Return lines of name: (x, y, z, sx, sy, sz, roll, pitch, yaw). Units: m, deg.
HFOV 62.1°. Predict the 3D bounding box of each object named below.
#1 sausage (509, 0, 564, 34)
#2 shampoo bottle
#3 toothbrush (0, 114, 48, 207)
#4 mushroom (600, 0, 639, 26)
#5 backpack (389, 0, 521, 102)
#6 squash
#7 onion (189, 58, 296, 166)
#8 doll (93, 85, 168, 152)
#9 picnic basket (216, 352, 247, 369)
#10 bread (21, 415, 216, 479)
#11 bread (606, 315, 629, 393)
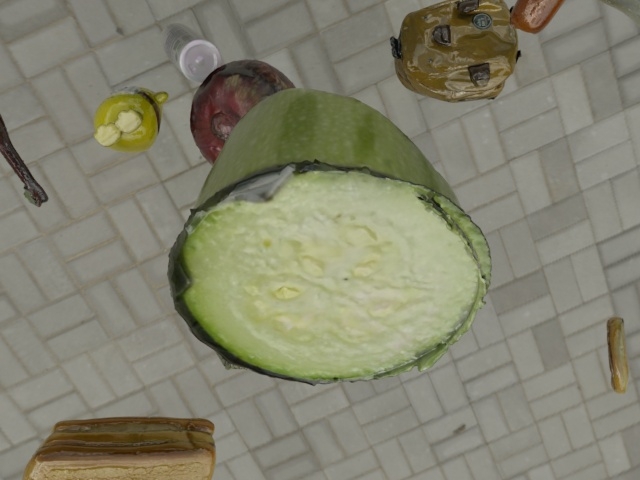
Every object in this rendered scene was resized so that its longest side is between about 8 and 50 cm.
sausage: (0.407, -0.453, 0.917, 0.076, 0.076, 0.197, 23, 125, -14)
shampoo bottle: (-0.309, -0.441, 1.223, 0.092, 0.303, 0.092, -12, 122, -20)
toothbrush: (-0.397, -0.172, 0.587, 0.041, 0.040, 0.363, -13, 139, -4)
mushroom: (0.435, -0.302, 0.689, 0.202, 0.059, 0.054, 24, 78, -3)
backpack: (0.407, -0.579, 1.612, 0.379, 0.201, 0.353, -7, 73, 10)
squash: (0.009, 0.009, 0.397, 0.220, 0.133, 0.220, 5, 127, 7)
onion: (-0.153, -0.244, 1.080, 0.247, 0.190, 0.246, 6, 106, 23)
doll: (-0.438, -0.296, 1.267, 0.200, 0.363, 0.145, -29, 113, 3)
picnic basket: (-0.101, 0.190, 1.073, 0.197, 0.154, 0.134, 12, 100, -29)
bread: (-0.223, 0.257, 0.602, 0.201, 0.077, 0.115, 7, 124, -23)
bread: (0.409, 0.158, 0.732, 0.025, 0.110, 0.110, -6, 111, 28)
